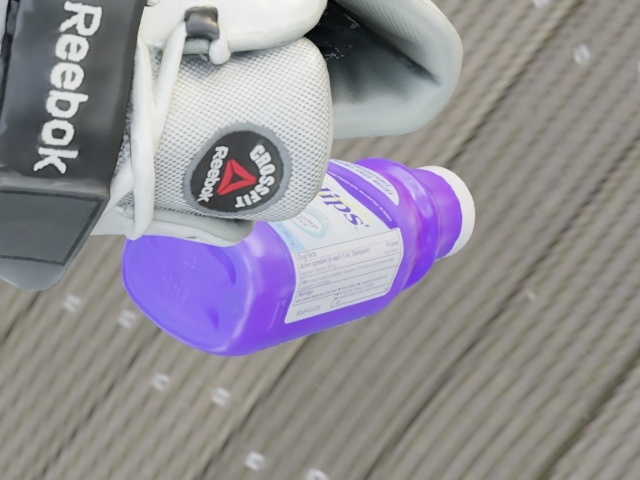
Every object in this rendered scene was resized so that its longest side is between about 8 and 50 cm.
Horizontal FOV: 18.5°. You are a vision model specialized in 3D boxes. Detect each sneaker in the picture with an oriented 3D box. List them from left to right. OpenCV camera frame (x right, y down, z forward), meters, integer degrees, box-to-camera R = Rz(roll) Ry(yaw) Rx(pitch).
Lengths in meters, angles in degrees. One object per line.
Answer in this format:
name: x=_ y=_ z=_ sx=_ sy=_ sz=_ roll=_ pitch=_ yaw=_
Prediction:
sneaker: x=-0.075 y=-0.053 z=0.552 sx=0.146 sy=0.330 sz=0.122 roll=31 pitch=122 yaw=27

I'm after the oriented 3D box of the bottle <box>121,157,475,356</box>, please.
bottle: x=0.000 y=0.000 z=1.270 sx=0.118 sy=0.283 sz=0.092 roll=33 pitch=116 yaw=28
